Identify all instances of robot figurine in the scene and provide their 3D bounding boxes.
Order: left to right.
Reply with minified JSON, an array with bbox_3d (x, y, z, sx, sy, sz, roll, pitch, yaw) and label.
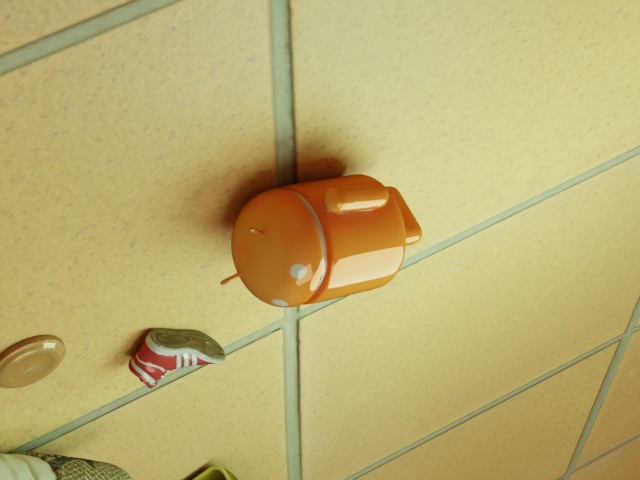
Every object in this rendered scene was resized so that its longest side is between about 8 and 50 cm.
[{"bbox_3d":[-0.001,0.002,1.493,0.219,0.128,0.158,-11,-171,-38],"label":"robot figurine"}]

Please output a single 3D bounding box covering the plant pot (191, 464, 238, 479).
[{"bbox_3d":[-0.151,0.464,2.057,0.212,0.212,0.187,-35,166,4],"label":"plant pot"}]

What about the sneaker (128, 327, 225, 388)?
[{"bbox_3d":[-0.166,0.136,1.639,0.118,0.042,0.067,15,124,-47],"label":"sneaker"}]

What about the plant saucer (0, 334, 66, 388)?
[{"bbox_3d":[-0.305,0.130,1.508,0.083,0.013,0.083,-26,152,-15],"label":"plant saucer"}]

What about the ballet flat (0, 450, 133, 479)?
[{"bbox_3d":[-0.436,0.334,1.584,0.482,0.164,0.182,-23,132,-16],"label":"ballet flat"}]
